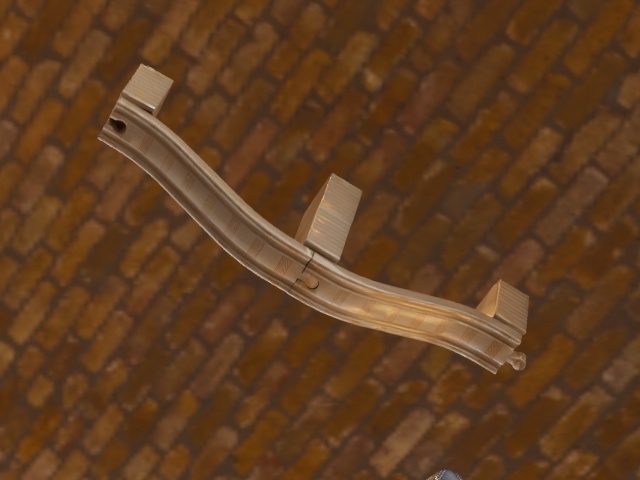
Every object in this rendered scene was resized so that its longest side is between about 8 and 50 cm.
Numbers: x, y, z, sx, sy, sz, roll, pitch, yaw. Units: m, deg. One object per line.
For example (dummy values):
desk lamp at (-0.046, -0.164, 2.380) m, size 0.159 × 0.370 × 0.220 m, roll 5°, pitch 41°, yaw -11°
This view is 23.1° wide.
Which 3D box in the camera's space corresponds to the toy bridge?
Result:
toy bridge at (0.000, 0.000, 0.600) m, size 0.188 × 0.063 × 0.026 m, roll 31°, pitch -61°, yaw -6°

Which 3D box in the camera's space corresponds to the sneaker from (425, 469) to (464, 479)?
sneaker at (-0.034, 0.215, 0.994) m, size 0.283 × 0.110 × 0.122 m, roll -33°, pitch -99°, yaw -8°
